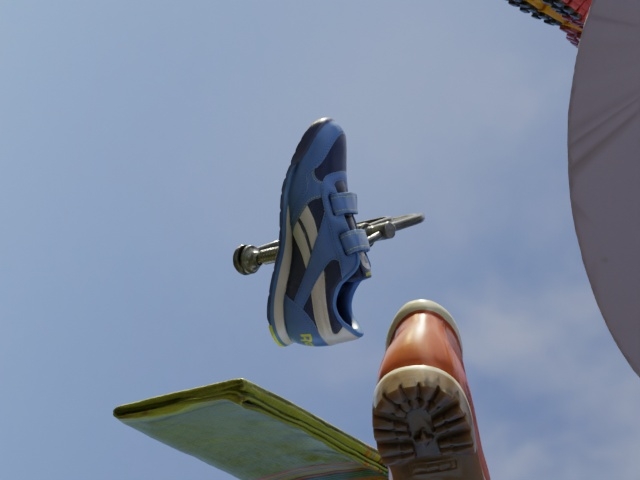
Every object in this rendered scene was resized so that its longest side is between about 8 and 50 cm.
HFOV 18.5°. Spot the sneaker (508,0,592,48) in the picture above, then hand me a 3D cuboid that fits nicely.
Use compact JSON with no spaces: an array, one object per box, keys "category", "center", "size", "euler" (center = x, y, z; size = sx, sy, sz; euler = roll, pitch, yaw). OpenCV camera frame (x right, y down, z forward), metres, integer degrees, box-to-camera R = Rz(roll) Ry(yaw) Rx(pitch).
[{"category":"sneaker","center":[0.227,-0.195,1.516],"size":[0.088,0.225,0.093],"euler":[17,-97,44]}]

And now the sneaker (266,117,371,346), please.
[{"category":"sneaker","center":[0.007,-0.003,1.209],"size":[0.059,0.053,0.144],"euler":[7,-85,23]}]

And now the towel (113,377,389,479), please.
[{"category":"towel","center":[-0.028,0.144,1.299],"size":[0.102,0.237,0.021],"euler":[-16,-119,27]}]

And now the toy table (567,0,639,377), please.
[{"category":"toy table","center":[0.227,-0.029,0.961],"size":[0.252,0.161,0.274],"euler":[3,-100,28]}]

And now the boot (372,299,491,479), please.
[{"category":"boot","center":[0.059,0.105,0.982],"size":[0.085,0.059,0.158],"euler":[-88,171,-53]}]

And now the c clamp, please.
[{"category":"c clamp","center":[0.000,0.000,1.371],"size":[0.160,0.137,0.022],"euler":[-12,-84,44]}]
